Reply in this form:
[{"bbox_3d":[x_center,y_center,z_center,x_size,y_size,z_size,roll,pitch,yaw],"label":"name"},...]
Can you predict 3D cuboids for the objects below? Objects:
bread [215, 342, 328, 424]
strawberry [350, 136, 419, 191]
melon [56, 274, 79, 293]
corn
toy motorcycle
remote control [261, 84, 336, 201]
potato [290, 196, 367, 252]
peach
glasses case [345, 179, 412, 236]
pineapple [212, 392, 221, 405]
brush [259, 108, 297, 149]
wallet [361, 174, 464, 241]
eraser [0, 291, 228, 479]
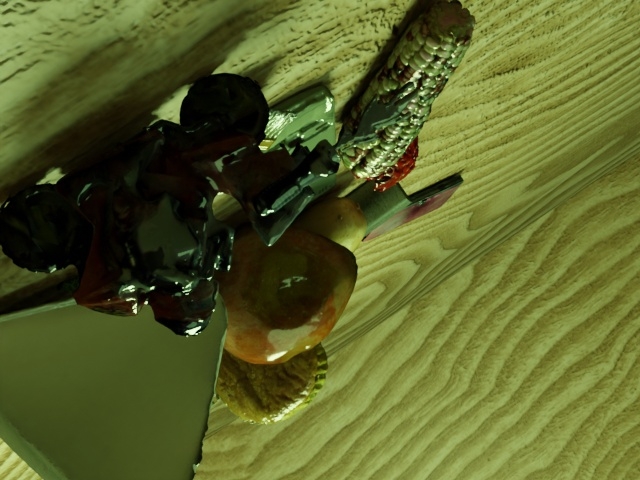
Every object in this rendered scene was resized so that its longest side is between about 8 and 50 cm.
[{"bbox_3d":[-0.112,0.218,1.563,0.227,0.253,0.142,-33,164,10],"label":"bread"},{"bbox_3d":[0.110,-0.126,1.238,0.121,0.082,0.188,-40,162,16],"label":"strawberry"},{"bbox_3d":[-0.264,0.056,1.135,0.114,0.053,0.261,-19,168,21],"label":"melon"},{"bbox_3d":[0.096,-0.178,1.013,0.092,0.092,0.280,-25,161,-31],"label":"corn"},{"bbox_3d":[-0.093,-0.046,0.792,0.401,0.207,0.134,-33,-172,-5],"label":"toy motorcycle"},{"bbox_3d":[-0.036,-0.107,1.071,0.123,0.038,0.285,-33,164,-7],"label":"remote control"},{"bbox_3d":[0.000,0.000,1.364,0.178,0.109,0.118,-35,-168,25],"label":"potato"},{"bbox_3d":[-0.059,0.066,1.229,0.235,0.214,0.214,-22,166,-3],"label":"peach"},{"bbox_3d":[0.054,-0.037,1.437,0.205,0.071,0.047,-36,163,13],"label":"glasses case"},{"bbox_3d":[-0.320,0.337,1.645,0.271,0.262,0.262,-41,171,-27],"label":"pineapple"},{"bbox_3d":[-0.130,-0.077,0.948,0.103,0.013,0.272,0,153,-31],"label":"brush"},{"bbox_3d":[0.191,-0.066,1.747,0.232,0.025,0.119,-24,165,-29],"label":"wallet"},{"bbox_3d":[-0.247,0.176,1.063,0.331,0.331,0.150,-26,173,-28],"label":"eraser"}]
